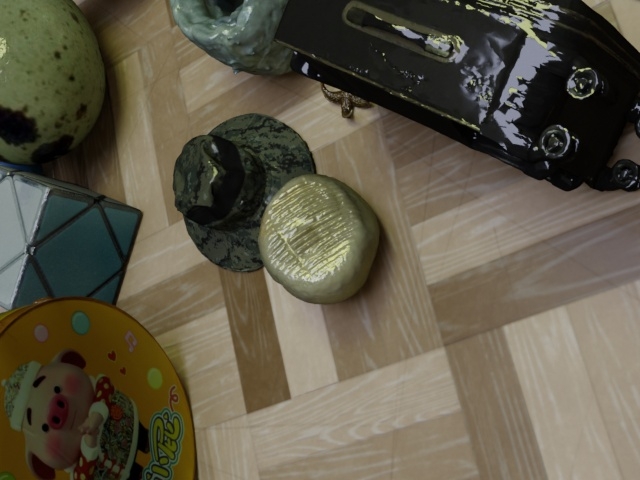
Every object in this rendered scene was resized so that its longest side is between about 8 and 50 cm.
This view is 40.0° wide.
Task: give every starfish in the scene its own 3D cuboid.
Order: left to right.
[{"bbox_3d":[0.038,-0.215,1.253,0.078,0.028,0.091,-14,71,26],"label":"starfish"}]

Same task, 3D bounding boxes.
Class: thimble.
[{"bbox_3d":[-0.100,-0.359,1.292,0.205,0.172,0.250,-23,67,34],"label":"thimble"}]

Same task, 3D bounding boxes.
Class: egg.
[{"bbox_3d":[-0.520,-0.302,1.494,0.287,0.287,0.379,-44,63,21],"label":"egg"}]

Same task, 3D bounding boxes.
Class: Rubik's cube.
[{"bbox_3d":[-0.456,0.002,1.447,0.207,0.205,0.205,21,94,36],"label":"Rubik's cube"}]

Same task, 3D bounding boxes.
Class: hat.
[{"bbox_3d":[-0.148,-0.084,1.300,0.265,0.128,0.266,-9,75,35],"label":"hat"}]

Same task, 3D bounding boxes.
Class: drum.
[{"bbox_3d":[-0.384,0.298,1.221,0.214,0.431,0.431,-18,72,30],"label":"drum"}]

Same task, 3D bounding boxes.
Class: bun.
[{"bbox_3d":[0.000,0.000,1.198,0.164,0.111,0.188,-37,61,2],"label":"bun"}]

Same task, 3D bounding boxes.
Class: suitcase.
[{"bbox_3d":[0.163,-0.212,1.013,0.434,0.283,0.194,29,102,35],"label":"suitcase"}]

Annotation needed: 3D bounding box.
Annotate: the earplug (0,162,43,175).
[{"bbox_3d":[-0.594,-0.045,1.605,0.132,0.132,0.273,26,94,35],"label":"earplug"}]
